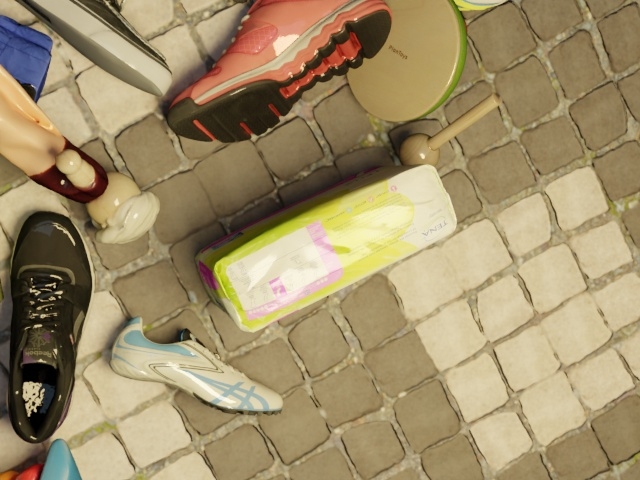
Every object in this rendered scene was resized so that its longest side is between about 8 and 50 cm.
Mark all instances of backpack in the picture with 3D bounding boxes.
[{"bbox_3d":[-0.392,-0.218,1.311,0.120,0.098,0.101,20,60,-12],"label":"backpack"}]

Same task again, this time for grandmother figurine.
[{"bbox_3d":[-0.321,-0.103,1.270,0.104,0.208,0.342,-52,129,-3],"label":"grandmother figurine"}]

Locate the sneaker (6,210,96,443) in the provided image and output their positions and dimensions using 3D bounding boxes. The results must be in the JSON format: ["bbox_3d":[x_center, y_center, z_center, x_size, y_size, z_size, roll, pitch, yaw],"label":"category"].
[{"bbox_3d":[-0.331,0.106,1.325,0.107,0.124,0.283,2,93,-12],"label":"sneaker"}]

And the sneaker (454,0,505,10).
[{"bbox_3d":[0.155,-0.357,1.398,0.240,0.126,0.091,7,92,-12],"label":"sneaker"}]

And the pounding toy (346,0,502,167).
[{"bbox_3d":[0.145,-0.219,1.403,0.110,0.183,0.237,-1,60,-49],"label":"pounding toy"}]

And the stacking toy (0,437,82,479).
[{"bbox_3d":[-0.440,0.356,1.315,0.301,0.175,0.166,-4,126,4],"label":"stacking toy"}]

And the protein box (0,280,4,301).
[{"bbox_3d":[-0.460,-0.005,1.252,0.136,0.201,0.200,-11,95,-11],"label":"protein box"}]

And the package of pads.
[{"bbox_3d":[0.000,0.000,1.335,0.296,0.229,0.101,-26,98,-10],"label":"package of pads"}]

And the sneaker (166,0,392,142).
[{"bbox_3d":[-0.066,-0.240,1.386,0.314,0.116,0.136,-31,64,1],"label":"sneaker"}]

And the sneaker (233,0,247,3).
[{"bbox_3d":[-0.050,-0.377,1.392,0.089,0.051,0.170,17,86,-8],"label":"sneaker"}]

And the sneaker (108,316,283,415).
[{"bbox_3d":[-0.151,0.167,1.389,0.237,0.085,0.086,23,81,-15],"label":"sneaker"}]

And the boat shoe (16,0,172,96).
[{"bbox_3d":[-0.291,-0.299,1.319,0.306,0.113,0.105,36,79,4],"label":"boat shoe"}]
